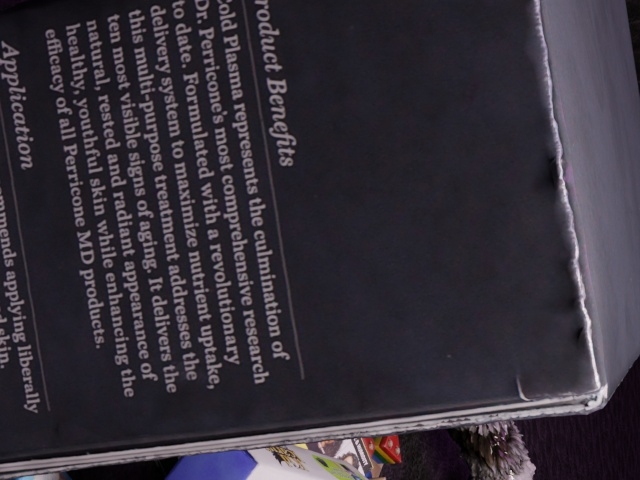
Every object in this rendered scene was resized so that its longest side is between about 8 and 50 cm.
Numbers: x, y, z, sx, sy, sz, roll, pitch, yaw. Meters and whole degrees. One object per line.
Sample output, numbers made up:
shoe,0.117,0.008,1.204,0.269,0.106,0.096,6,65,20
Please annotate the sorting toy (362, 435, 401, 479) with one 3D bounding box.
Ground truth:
sorting toy,0.059,0.239,1.663,0.274,0.046,0.132,-62,138,-54

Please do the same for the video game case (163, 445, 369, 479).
video game case,-0.089,0.282,1.095,0.269,0.061,0.244,-54,149,3

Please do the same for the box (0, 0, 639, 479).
box,-0.016,-0.027,1.005,0.480,0.471,0.297,-11,93,-72

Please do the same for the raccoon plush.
raccoon plush,0.179,0.180,1.650,0.446,0.216,0.299,60,24,-14

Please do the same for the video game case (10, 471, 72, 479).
video game case,-0.207,0.252,1.090,0.119,0.015,0.166,-75,147,-42

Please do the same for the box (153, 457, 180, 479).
box,-0.105,0.182,1.259,0.062,0.083,0.052,-61,137,-54

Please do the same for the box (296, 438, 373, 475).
box,-0.056,0.240,1.268,0.232,0.058,0.087,-36,116,-34

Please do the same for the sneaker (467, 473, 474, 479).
sneaker,0.262,0.359,1.910,0.094,0.235,0.153,14,49,-23
